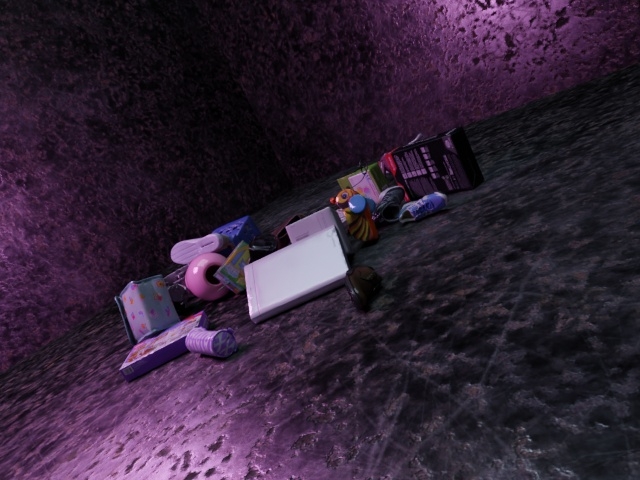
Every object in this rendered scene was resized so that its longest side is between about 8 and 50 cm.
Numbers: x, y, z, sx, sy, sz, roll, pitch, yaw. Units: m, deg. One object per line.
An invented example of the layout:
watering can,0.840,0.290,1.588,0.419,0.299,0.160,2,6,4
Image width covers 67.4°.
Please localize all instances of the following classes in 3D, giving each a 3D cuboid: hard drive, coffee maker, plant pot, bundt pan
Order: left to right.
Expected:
bundt pan,-0.675,0.216,2.415,0.331,0.124,0.331,-26,13,7
plant pot,-0.405,0.052,2.305,0.236,0.235,0.212,-22,21,24
coffee maker,-0.203,0.086,1.804,0.120,0.178,0.171,-13,35,-16
hard drive,-0.081,0.108,1.593,0.353,0.047,0.232,-25,45,9

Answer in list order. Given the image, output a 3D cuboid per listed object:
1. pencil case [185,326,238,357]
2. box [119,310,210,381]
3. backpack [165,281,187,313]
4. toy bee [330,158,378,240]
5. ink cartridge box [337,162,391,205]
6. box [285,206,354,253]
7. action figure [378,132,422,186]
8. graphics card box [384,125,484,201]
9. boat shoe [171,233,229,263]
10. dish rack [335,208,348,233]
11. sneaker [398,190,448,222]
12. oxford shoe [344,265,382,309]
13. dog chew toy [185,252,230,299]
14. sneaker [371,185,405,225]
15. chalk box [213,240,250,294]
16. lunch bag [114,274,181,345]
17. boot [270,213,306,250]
pencil case,-0.337,0.306,1.468,0.206,0.086,0.088,-10,55,48
box,-0.542,0.369,1.704,0.294,0.057,0.201,-27,13,0
backpack,-0.644,0.252,2.110,0.182,0.152,0.115,108,180,-64
toy bee,0.125,-0.130,1.824,0.162,0.195,0.298,-14,58,31
ink cartridge box,0.196,-0.235,2.300,0.255,0.188,0.097,-18,18,41
box,0.000,0.000,1.731,0.182,0.180,0.119,-24,-9,11
action figure,0.366,-0.367,2.345,0.248,0.275,0.370,-36,28,-10
graphics card box,0.450,-0.297,1.939,0.094,0.232,0.371,-34,14,-29
boat shoe,-0.545,0.040,2.179,0.303,0.109,0.094,-14,-6,27
dish rack,0.042,-0.063,2.194,0.333,0.072,0.285,-17,17,37
sneaker,0.373,-0.113,1.747,0.211,0.080,0.081,-27,15,47
oxford shoe,0.120,0.117,1.323,0.096,0.082,0.227,-20,15,12
dog chew toy,-0.507,0.167,2.133,0.207,0.206,0.332,-34,7,-28
sneaker,0.289,-0.137,1.944,0.269,0.101,0.153,-41,19,-28
chalk box,-0.340,0.130,1.955,0.213,0.132,0.132,-56,11,-23
lunch bag,-0.695,0.286,1.891,0.160,0.223,0.262,-14,-13,-47
boot,-0.160,-0.018,1.917,0.248,0.090,0.207,-43,-4,5
